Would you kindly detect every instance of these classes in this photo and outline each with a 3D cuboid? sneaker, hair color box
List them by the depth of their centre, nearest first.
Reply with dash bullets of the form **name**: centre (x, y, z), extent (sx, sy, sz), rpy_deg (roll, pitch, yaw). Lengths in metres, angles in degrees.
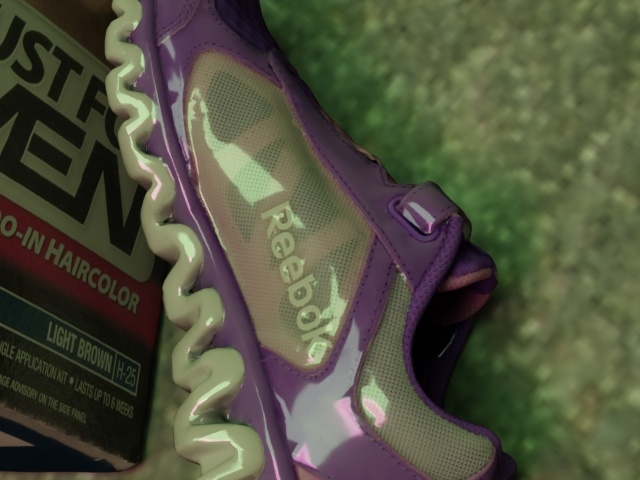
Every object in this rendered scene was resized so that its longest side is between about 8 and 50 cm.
- **sneaker**: centre (0.000, 0.000, 0.564), extent (0.105, 0.095, 0.236), rpy_deg (-19, 68, 12)
- **hair color box**: centre (-0.124, -0.107, 0.613), extent (0.105, 0.174, 0.347), rpy_deg (-3, 70, 25)
